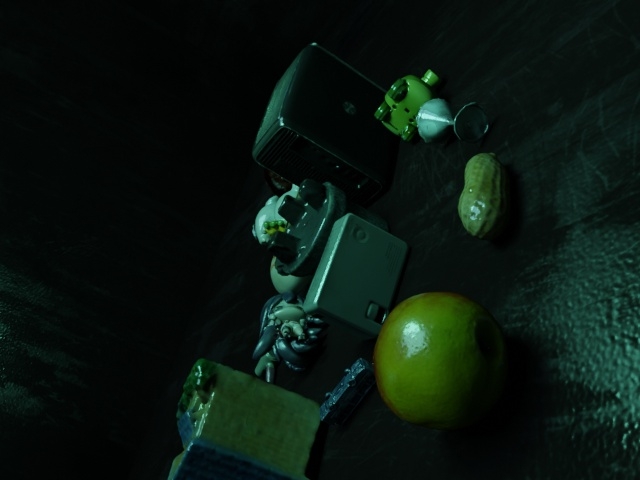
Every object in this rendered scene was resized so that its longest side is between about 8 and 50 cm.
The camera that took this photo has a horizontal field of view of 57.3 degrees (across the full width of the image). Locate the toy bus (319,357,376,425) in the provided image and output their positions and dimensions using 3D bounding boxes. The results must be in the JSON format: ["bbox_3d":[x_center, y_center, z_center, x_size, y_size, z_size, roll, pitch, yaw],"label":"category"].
[{"bbox_3d":[0.064,0.342,1.316,0.166,0.065,0.047,-55,20,14],"label":"toy bus"}]

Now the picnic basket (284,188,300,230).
[{"bbox_3d":[0.000,-0.118,1.972,0.165,0.139,0.266,-41,24,46],"label":"picnic basket"}]

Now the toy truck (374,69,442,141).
[{"bbox_3d":[0.266,-0.401,1.721,0.187,0.148,0.210,-52,1,37],"label":"toy truck"}]

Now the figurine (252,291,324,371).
[{"bbox_3d":[-0.092,0.259,1.681,0.197,0.175,0.265,-57,11,28],"label":"figurine"}]

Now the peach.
[{"bbox_3d":[0.196,0.198,0.968,0.231,0.231,0.231,-51,22,30],"label":"peach"}]

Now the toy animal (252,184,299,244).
[{"bbox_3d":[-0.111,-0.102,2.189,0.310,0.183,0.247,-41,28,45],"label":"toy animal"}]

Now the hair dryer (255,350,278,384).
[{"bbox_3d":[-0.165,0.420,1.830,0.106,0.054,0.154,-57,23,26],"label":"hair dryer"}]

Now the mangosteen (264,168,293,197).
[{"bbox_3d":[-0.102,-0.282,2.408,0.235,0.235,0.261,-57,-14,15],"label":"mangosteen"}]

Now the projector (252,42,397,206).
[{"bbox_3d":[0.025,-0.344,1.845,0.242,0.395,0.405,-37,31,47],"label":"projector"}]

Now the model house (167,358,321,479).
[{"bbox_3d":[-0.232,0.543,1.423,0.382,0.335,0.342,127,163,-53],"label":"model house"}]

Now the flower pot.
[{"bbox_3d":[0.000,0.000,1.617,0.299,0.283,0.299,-49,23,30],"label":"flower pot"}]

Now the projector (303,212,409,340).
[{"bbox_3d":[0.087,0.090,1.413,0.099,0.192,0.256,-33,34,63],"label":"projector"}]

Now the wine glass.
[{"bbox_3d":[0.328,-0.293,1.443,0.122,0.122,0.183,-62,22,1],"label":"wine glass"}]

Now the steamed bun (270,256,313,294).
[{"bbox_3d":[-0.072,0.060,1.839,0.232,0.145,0.232,-49,1,1],"label":"steamed bun"}]

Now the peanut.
[{"bbox_3d":[0.329,-0.093,1.185,0.108,0.095,0.226,-44,24,48],"label":"peanut"}]
